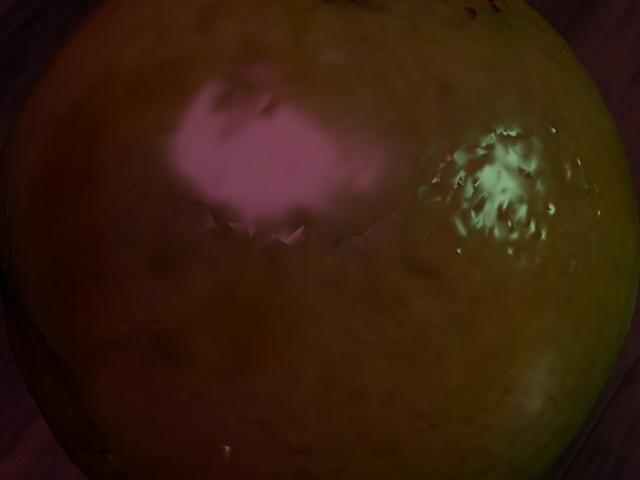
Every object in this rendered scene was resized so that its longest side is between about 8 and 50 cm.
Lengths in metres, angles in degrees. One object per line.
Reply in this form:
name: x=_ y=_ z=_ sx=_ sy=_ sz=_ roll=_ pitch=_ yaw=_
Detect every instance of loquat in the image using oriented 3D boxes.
loquat: x=0.000 y=0.000 z=0.438 sx=0.263 sy=0.263 sz=0.263 roll=-8 pitch=57 yaw=12
